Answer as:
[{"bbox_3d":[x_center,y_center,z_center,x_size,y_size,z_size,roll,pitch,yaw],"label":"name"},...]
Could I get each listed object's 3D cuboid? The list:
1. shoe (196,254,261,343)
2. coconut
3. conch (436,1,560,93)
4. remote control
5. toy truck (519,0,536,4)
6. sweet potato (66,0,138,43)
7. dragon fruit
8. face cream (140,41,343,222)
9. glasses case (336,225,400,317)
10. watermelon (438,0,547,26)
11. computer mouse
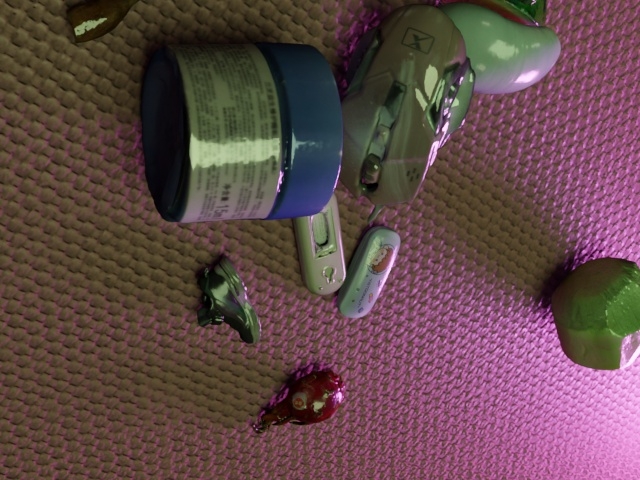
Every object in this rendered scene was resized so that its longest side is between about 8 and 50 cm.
[{"bbox_3d":[-0.161,0.111,1.450,0.099,0.071,0.169,-25,121,-10],"label":"shoe"},{"bbox_3d":[0.576,0.156,1.779,0.205,0.236,0.236,-15,130,22],"label":"coconut"},{"bbox_3d":[0.260,-0.291,1.383,0.221,0.185,0.121,16,93,1],"label":"conch"},{"bbox_3d":[0.000,0.000,1.486,0.078,0.042,0.221,-20,123,-18],"label":"remote control"},{"bbox_3d":[0.235,-0.444,1.262,0.242,0.101,0.125,32,89,-1],"label":"toy truck"},{"bbox_3d":[-0.285,-0.304,1.174,0.117,0.049,0.049,-33,127,-21],"label":"sweet potato"},{"bbox_3d":[-0.040,0.304,1.603,0.190,0.094,0.094,-31,127,0],"label":"dragon fruit"},{"bbox_3d":[-0.119,-0.149,1.214,0.225,0.249,0.249,-3,117,-25],"label":"face cream"},{"bbox_3d":[0.084,0.057,1.560,0.067,0.045,0.178,12,110,-33],"label":"glasses case"},{"bbox_3d":[0.266,-0.429,1.364,0.231,0.128,0.146,21,87,-32],"label":"watermelon"},{"bbox_3d":[0.104,-0.174,1.351,0.115,0.199,0.389,-48,159,-53],"label":"computer mouse"}]
